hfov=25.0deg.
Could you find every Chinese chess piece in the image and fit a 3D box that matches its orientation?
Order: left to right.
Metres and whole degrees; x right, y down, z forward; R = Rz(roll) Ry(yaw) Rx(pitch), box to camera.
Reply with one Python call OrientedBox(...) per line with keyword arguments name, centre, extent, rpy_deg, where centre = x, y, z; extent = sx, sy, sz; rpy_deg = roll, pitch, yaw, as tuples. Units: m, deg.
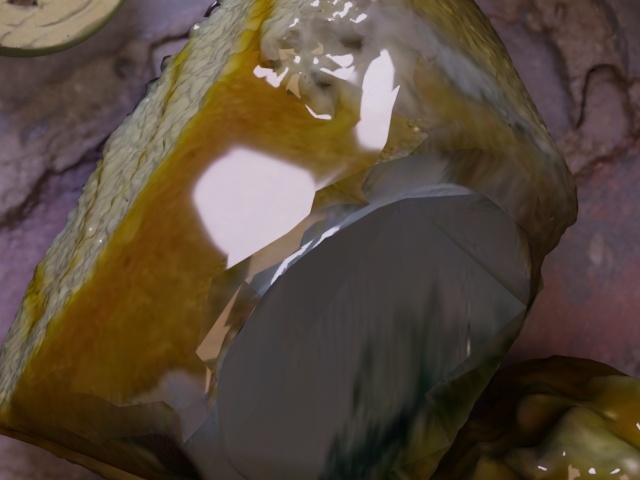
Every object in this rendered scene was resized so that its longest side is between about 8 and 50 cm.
OrientedBox(name="Chinese chess piece", centre=(-0.174, -0.178, 0.834), extent=(0.144, 0.058, 0.144), rpy_deg=(-4, 101, -20))

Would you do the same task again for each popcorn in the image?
OrientedBox(name="popcorn", centre=(0.213, 0.224, 0.937), extent=(0.335, 0.279, 0.274), rpy_deg=(31, 47, -22))

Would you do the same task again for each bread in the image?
OrientedBox(name="bread", centre=(0.006, -0.006, 0.828), extent=(0.239, 0.264, 0.395), rpy_deg=(33, 87, -19))
